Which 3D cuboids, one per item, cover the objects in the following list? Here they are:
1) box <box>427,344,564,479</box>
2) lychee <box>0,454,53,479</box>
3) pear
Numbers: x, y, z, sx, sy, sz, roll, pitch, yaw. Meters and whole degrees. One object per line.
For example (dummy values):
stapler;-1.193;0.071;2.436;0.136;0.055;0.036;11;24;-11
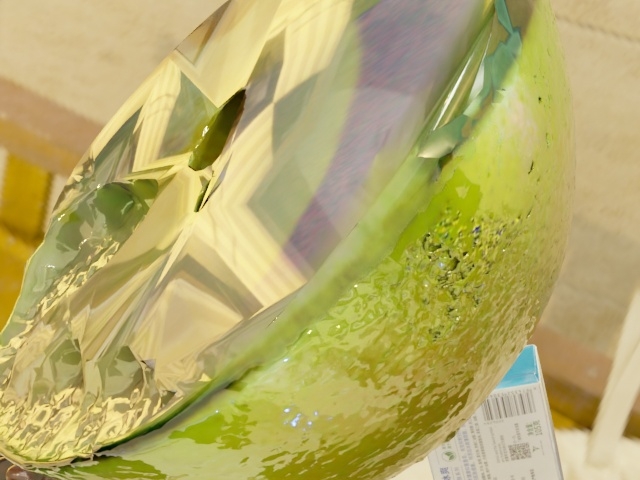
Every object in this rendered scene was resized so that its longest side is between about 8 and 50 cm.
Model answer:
box;0.189;0.220;1.760;0.139;0.073;0.194;-10;123;9
lychee;-0.130;0.334;1.446;0.425;0.424;0.500;-11;101;31
pear;0.001;0.005;0.854;0.399;0.399;0.165;-31;120;35
